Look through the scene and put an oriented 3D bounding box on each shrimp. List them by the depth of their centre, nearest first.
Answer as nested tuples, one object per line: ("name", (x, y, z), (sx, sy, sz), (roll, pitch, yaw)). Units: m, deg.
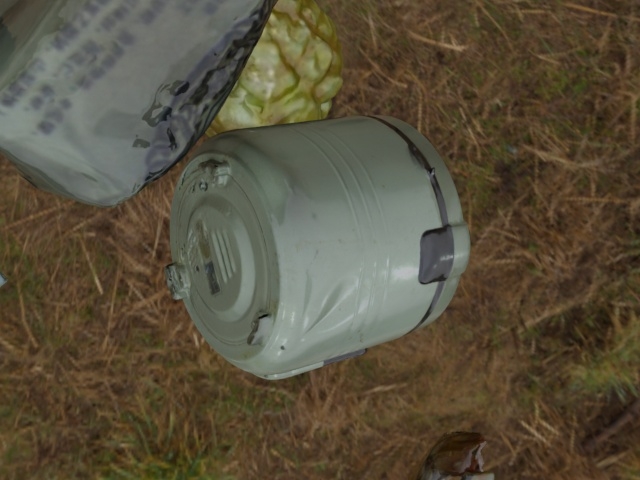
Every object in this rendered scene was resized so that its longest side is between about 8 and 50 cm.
("shrimp", (0.062, 0.168, 0.487), (0.051, 0.132, 0.187), (13, 143, -16))

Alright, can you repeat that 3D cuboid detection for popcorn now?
("popcorn", (-0.104, -0.267, 1.288), (0.279, 0.275, 0.335), (-20, 164, 29))

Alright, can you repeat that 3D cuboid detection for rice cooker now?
("rice cooker", (0.000, 0.000, 0.763), (0.244, 0.226, 0.226), (-16, 125, -36))

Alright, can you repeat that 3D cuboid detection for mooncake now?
("mooncake", (-0.126, -0.162, 0.578), (0.136, 0.250, 0.254), (38, 95, -31))

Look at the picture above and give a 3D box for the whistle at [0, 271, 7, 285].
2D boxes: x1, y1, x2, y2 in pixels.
("whistle", (-0.577, 0.137, 1.243), (0.274, 0.186, 0.093), (-40, 96, -11))
